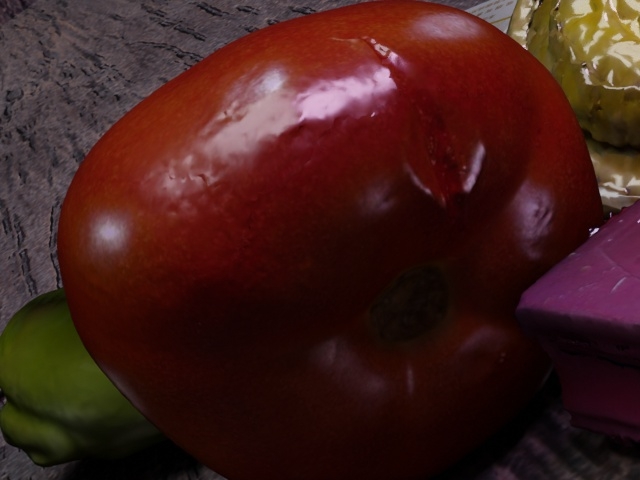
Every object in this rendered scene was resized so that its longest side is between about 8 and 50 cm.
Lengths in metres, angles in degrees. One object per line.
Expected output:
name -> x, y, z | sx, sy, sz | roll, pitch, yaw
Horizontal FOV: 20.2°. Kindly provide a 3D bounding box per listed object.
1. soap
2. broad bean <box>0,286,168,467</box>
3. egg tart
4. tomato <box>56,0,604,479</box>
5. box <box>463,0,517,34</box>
soap -> 0.230, 0.033, 0.837 | 0.162, 0.099, 0.250 | -36, 19, -23
broad bean -> -0.102, 0.055, 1.257 | 0.291, 0.119, 0.238 | -26, 22, 20
egg tart -> 0.235, -0.134, 1.052 | 0.291, 0.107, 0.290 | -10, 53, 13
tomato -> 0.000, 0.000, 0.981 | 0.298, 0.298, 0.226 | -39, 42, -11
box -> 0.125, -0.155, 1.508 | 0.090, 0.024, 0.167 | -18, 25, 38
